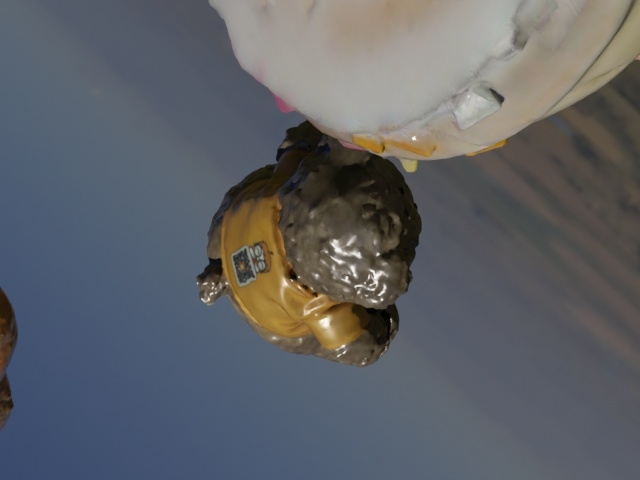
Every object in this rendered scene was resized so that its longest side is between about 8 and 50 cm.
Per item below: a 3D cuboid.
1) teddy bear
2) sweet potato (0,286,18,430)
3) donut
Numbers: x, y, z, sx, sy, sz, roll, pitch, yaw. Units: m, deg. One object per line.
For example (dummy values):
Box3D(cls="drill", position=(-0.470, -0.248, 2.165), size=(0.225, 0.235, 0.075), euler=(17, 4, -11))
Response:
Box3D(cls="teddy bear", position=(0.000, 0.000, 1.273), size=(0.190, 0.140, 0.177), euler=(-34, 68, 55))
Box3D(cls="sweet potato", position=(-0.186, 0.072, 0.979), size=(0.056, 0.056, 0.195), euler=(44, 154, 18))
Box3D(cls="donut", position=(0.064, -0.225, 0.947), size=(0.142, 0.382, 0.382), euler=(-5, -145, -36))
